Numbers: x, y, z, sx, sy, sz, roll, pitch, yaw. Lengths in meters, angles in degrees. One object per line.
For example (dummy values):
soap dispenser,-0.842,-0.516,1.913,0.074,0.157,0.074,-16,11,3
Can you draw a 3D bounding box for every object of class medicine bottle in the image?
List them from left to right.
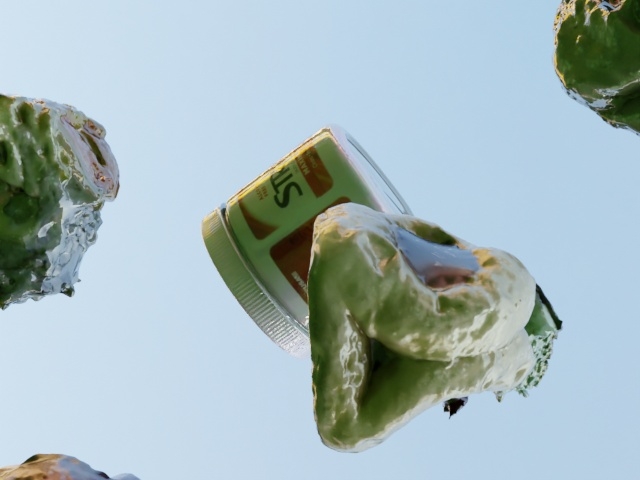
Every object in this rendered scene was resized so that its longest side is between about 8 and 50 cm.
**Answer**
medicine bottle,0.000,0.000,1.822,0.241,0.252,0.252,-37,-120,9

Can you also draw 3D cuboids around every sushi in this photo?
sushi,-0.315,-0.032,1.138,0.274,0.139,0.184,-4,-87,8

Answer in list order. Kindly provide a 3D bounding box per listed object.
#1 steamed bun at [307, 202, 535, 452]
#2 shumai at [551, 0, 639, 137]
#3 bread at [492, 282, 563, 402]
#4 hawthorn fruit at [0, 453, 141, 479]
steamed bun,0.071,0.058,0.908,0.155,0.141,0.172,0,-72,4
shumai,0.392,-0.247,1.213,0.304,0.309,0.263,21,-40,8
bread,0.199,0.100,1.481,0.232,0.064,0.173,-148,-141,-69
hawthorn fruit,-0.337,0.491,1.714,0.402,0.402,0.403,-2,-92,45
